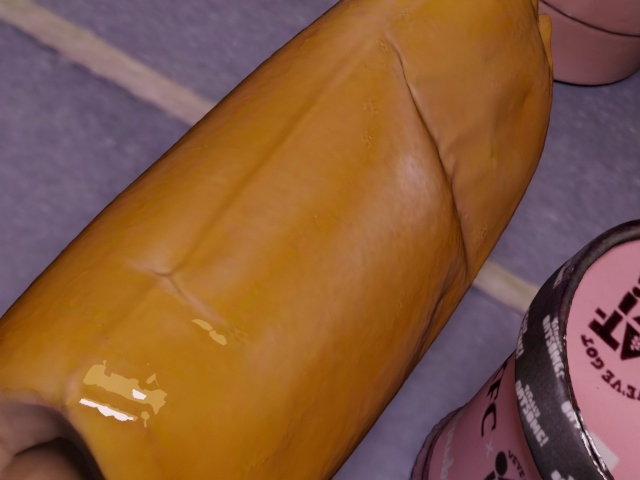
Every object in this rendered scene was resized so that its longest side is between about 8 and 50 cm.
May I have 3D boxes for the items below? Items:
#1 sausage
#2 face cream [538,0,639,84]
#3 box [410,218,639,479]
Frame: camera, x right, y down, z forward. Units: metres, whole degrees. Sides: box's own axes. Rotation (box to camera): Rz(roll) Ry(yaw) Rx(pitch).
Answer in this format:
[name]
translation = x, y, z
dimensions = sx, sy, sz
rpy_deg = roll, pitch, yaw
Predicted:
[sausage]
translation = -0.004, 0.000, 0.680
dimensions = 0.354, 0.116, 0.134
rpy_deg = -47, 122, -47
[face cream]
translation = 0.134, -0.165, 0.895
dimensions = 0.149, 0.104, 0.149
rpy_deg = 16, 51, -21
[box]
translation = 0.118, 0.087, 0.683
dimensions = 0.151, 0.135, 0.151
rpy_deg = 14, 55, -22
